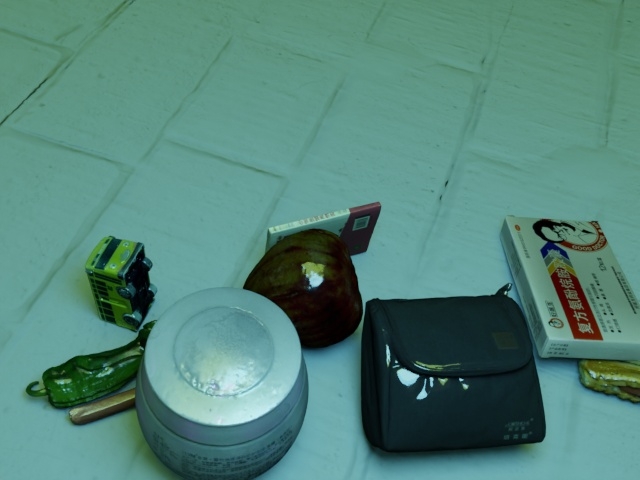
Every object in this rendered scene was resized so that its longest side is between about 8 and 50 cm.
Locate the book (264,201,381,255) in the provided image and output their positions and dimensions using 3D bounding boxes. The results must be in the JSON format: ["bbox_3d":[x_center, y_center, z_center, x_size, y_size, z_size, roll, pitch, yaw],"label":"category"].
[{"bbox_3d":[0.000,0.000,1.405,0.231,0.162,0.022,-14,58,-18],"label":"book"}]

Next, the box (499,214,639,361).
[{"bbox_3d":[0.505,0.087,1.433,0.214,0.069,0.353,3,39,-5],"label":"box"}]

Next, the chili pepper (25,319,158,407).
[{"bbox_3d":[-0.375,0.218,1.238,0.256,0.074,0.100,-22,54,-29],"label":"chili pepper"}]

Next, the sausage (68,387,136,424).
[{"bbox_3d":[-0.351,0.277,1.212,0.147,0.030,0.035,-16,57,-19],"label":"sausage"}]

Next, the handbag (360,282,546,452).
[{"bbox_3d":[0.226,0.209,1.200,0.301,0.178,0.275,0,85,-10],"label":"handbag"}]

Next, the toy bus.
[{"bbox_3d":[-0.360,0.077,1.285,0.101,0.175,0.088,16,50,9],"label":"toy bus"}]

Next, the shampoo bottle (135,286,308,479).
[{"bbox_3d":[-0.153,0.231,1.125,0.272,0.266,0.273,5,50,-6],"label":"shampoo bottle"}]

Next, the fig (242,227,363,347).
[{"bbox_3d":[-0.086,0.103,1.327,0.320,0.217,0.217,-13,47,20],"label":"fig"}]

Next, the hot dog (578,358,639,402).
[{"bbox_3d":[0.624,0.277,1.324,0.288,0.068,0.083,14,27,9],"label":"hot dog"}]
